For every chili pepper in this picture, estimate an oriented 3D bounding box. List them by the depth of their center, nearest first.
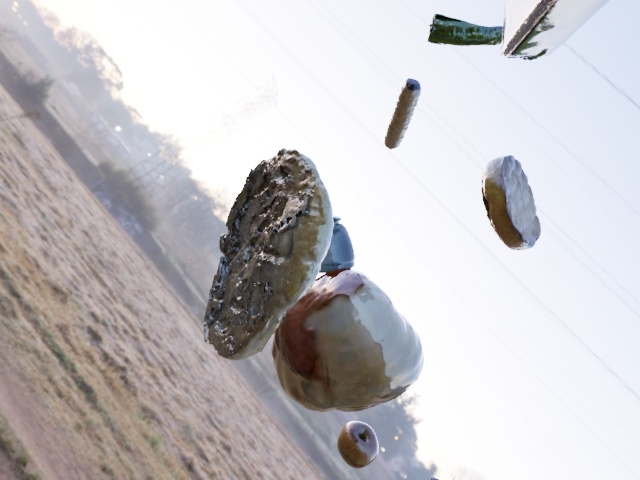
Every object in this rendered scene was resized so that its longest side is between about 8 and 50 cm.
[{"bbox_3d":[0.493,-0.607,1.591,0.076,0.359,0.085,-106,-156,-59],"label":"chili pepper"}]

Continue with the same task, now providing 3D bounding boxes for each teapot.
[{"bbox_3d":[0.010,0.000,1.008,0.149,0.111,0.108,-60,149,-80],"label":"teapot"}]

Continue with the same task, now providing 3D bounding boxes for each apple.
[{"bbox_3d":[0.070,0.394,1.022,0.084,0.084,0.071,47,-51,21],"label":"apple"}]

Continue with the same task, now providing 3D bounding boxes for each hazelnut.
[{"bbox_3d":[0.050,0.161,0.885,0.261,0.261,0.241,59,23,-31],"label":"hazelnut"}]

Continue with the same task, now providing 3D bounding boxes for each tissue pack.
[{"bbox_3d":[0.383,-0.483,0.830,0.394,0.124,0.288,-25,118,-83],"label":"tissue pack"}]

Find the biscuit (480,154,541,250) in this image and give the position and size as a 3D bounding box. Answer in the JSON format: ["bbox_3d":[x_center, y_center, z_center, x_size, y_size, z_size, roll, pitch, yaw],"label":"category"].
[{"bbox_3d":[0.574,-0.111,1.616,0.102,0.296,0.296,-15,-61,37],"label":"biscuit"}]

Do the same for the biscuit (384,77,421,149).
[{"bbox_3d":[0.219,-0.335,1.418,0.055,0.061,0.219,22,-39,4],"label":"biscuit"}]

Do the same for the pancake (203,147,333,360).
[{"bbox_3d":[-0.077,0.014,0.690,0.049,0.282,0.282,23,4,-29],"label":"pancake"}]

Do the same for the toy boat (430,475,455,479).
[{"bbox_3d":[0.295,0.712,1.309,0.093,0.246,0.103,10,-10,26],"label":"toy boat"}]
